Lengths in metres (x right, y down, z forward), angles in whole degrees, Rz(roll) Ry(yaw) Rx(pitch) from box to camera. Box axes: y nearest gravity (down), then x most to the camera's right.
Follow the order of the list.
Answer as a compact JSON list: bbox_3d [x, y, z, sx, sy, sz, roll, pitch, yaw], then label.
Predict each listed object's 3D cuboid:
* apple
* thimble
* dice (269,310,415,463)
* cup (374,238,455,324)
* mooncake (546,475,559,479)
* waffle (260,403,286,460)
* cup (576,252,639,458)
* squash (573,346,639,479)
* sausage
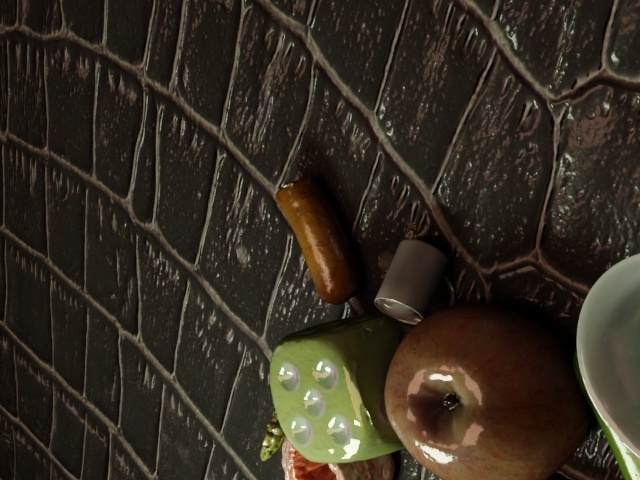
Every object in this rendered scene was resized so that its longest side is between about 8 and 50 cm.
[{"bbox_3d":[0.268,0.269,1.680,0.345,0.269,0.345,21,119,43],"label":"apple"},{"bbox_3d":[0.038,0.476,2.114,0.239,0.162,0.239,23,121,45],"label":"thimble"},{"bbox_3d":[0.074,0.278,1.909,0.254,0.252,0.250,-14,91,46],"label":"dice"},{"bbox_3d":[0.176,0.085,1.815,0.099,0.133,0.136,7,153,39],"label":"cup"},{"bbox_3d":[0.388,0.572,1.752,0.290,0.161,0.290,24,124,41],"label":"mooncake"},{"bbox_3d":[-0.075,0.365,2.177,0.054,0.223,0.204,18,141,3],"label":"waffle"},{"bbox_3d":[0.553,0.157,1.393,0.347,0.163,0.347,22,122,41],"label":"cup"},{"bbox_3d":[0.508,0.323,1.562,0.101,0.101,0.379,-36,74,49],"label":"squash"},{"bbox_3d":[0.002,-0.001,2.007,0.109,0.109,0.270,-30,82,50],"label":"sausage"}]
